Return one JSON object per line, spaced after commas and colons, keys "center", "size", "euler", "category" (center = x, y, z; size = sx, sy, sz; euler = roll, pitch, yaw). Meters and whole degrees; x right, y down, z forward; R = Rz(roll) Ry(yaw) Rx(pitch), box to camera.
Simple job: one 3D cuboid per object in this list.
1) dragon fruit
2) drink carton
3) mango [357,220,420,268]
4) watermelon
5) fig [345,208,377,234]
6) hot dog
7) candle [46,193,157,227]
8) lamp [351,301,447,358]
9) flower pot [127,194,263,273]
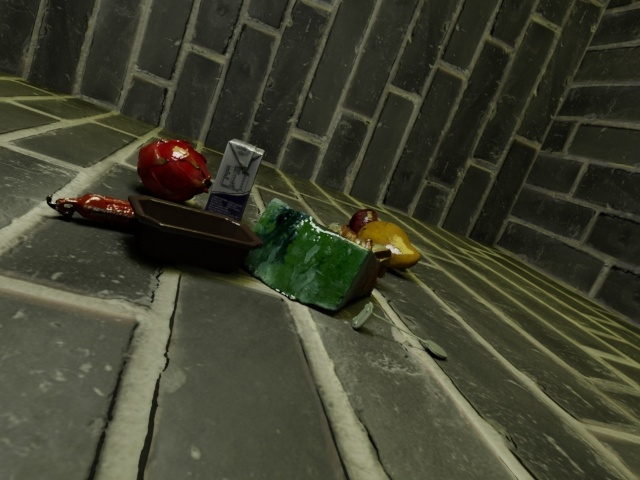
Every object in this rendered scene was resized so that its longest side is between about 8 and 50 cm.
{"center": [-0.398, -0.192, 1.313], "size": [0.209, 0.173, 0.172], "euler": [20, 12, 1], "category": "dragon fruit"}
{"center": [-0.231, -0.153, 1.302], "size": [0.101, 0.223, 0.134], "euler": [20, 12, -7], "category": "drink carton"}
{"center": [0.210, 0.009, 1.557], "size": [0.157, 0.109, 0.262], "euler": [-20, 25, -21], "category": "mango"}
{"center": [-0.007, 0.023, 1.082], "size": [0.264, 0.151, 0.302], "euler": [26, 13, 22], "category": "watermelon"}
{"center": [0.158, -0.063, 1.831], "size": [0.150, 0.129, 0.128], "euler": [30, 14, 26], "category": "fig"}
{"center": [0.077, 0.039, 1.268], "size": [0.213, 0.103, 0.146], "euler": [24, -30, 4], "category": "hot dog"}
{"center": [-0.384, -0.050, 0.975], "size": [0.301, 0.059, 0.084], "euler": [11, 2, -43], "category": "candle"}
{"center": [0.157, 0.189, 0.949], "size": [0.198, 0.056, 0.050], "euler": [31, 9, -9], "category": "lamp"}
{"center": [-0.250, -0.004, 0.946], "size": [0.250, 0.084, 0.179], "euler": [15, 13, -33], "category": "flower pot"}
